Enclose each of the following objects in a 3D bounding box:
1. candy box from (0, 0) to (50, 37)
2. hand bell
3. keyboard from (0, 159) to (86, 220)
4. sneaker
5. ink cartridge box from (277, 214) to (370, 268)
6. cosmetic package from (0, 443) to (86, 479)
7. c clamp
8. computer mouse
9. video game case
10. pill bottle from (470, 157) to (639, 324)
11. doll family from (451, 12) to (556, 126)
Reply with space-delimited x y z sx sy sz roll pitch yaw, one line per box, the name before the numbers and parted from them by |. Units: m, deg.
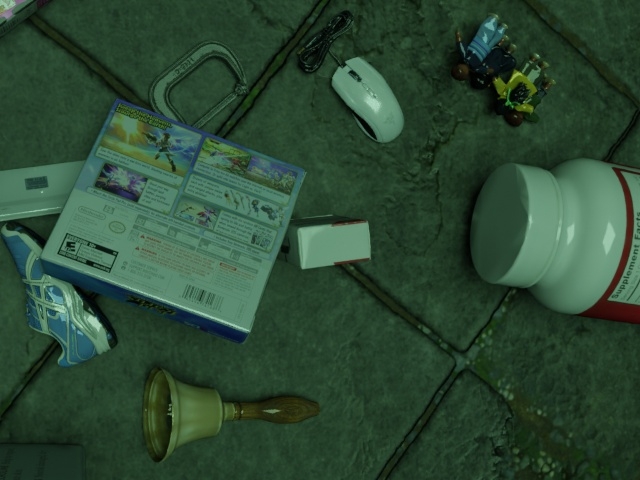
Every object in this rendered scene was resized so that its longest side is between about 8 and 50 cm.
candy box | -0.390 -0.378 1.169 0.233 0.071 0.159 -40 101 -11
hand bell | -0.109 0.236 1.265 0.242 0.126 0.126 4 91 -28
keyboard | -0.369 -0.065 1.203 0.256 0.014 0.072 -9 63 -16
sneaker | -0.353 0.070 1.188 0.081 0.080 0.211 -35 92 -5
ink cartridge box | 0.000 0.000 1.261 0.099 0.135 0.056 -7 97 -15
cosmetic package | -0.473 0.424 1.037 0.394 0.327 0.329 3 91 -15
c clamp | -0.160 -0.191 1.270 0.137 0.022 0.160 44 81 -8
computer mouse | 0.058 -0.225 1.319 0.106 0.042 0.193 -43 102 -12
video game case | -0.182 -0.026 1.179 0.270 0.061 0.244 21 64 -5
pill bottle | 0.440 0.005 1.340 0.408 0.229 0.229 9 89 -16
doll family | 0.267 -0.245 1.367 0.193 0.076 0.111 39 85 -9
